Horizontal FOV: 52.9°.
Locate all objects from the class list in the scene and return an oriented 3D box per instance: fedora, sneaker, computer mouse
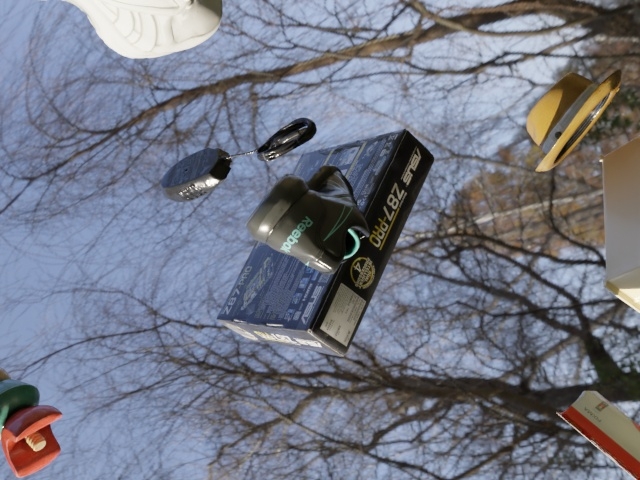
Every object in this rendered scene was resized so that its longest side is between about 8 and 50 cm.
[{"bbox_3d":[0.381,-0.198,1.006,0.079,0.194,0.194,43,-148,18],"label":"fedora"},{"bbox_3d":[0.002,-0.019,0.746,0.106,0.101,0.267,38,-162,6],"label":"sneaker"},{"bbox_3d":[-0.110,-0.103,0.859,0.041,0.242,0.071,55,-150,-38],"label":"computer mouse"},{"bbox_3d":[-0.116,-0.185,0.435,0.232,0.115,0.090,-7,-85,-68],"label":"sneaker"}]

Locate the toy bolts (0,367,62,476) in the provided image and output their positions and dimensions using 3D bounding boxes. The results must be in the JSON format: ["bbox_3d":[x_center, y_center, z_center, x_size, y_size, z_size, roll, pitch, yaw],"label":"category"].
[{"bbox_3d":[-0.459,0.223,0.806,0.158,0.218,0.229,34,-150,26],"label":"toy bolts"}]

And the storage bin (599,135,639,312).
[{"bbox_3d":[0.543,0.001,0.943,0.260,0.123,0.262,31,-129,-20],"label":"storage bin"}]

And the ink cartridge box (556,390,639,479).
[{"bbox_3d":[0.357,0.234,0.747,0.145,0.045,0.179,41,-174,31],"label":"ink cartridge box"}]

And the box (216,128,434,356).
[{"bbox_3d":[0.000,0.000,1.159,0.097,0.318,0.394,38,-114,-30],"label":"box"}]
